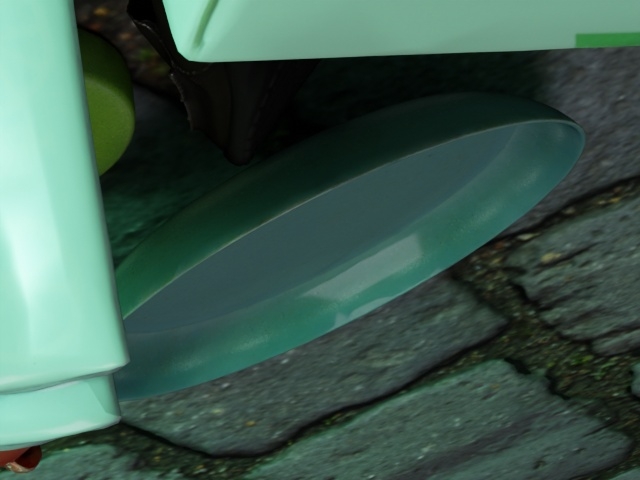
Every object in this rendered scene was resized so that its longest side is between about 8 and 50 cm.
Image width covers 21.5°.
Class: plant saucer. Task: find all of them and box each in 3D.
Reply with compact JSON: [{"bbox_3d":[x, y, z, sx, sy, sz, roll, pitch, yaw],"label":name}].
[{"bbox_3d":[0.000,0.000,0.953,0.317,0.044,0.317,-26,167,-7],"label":"plant saucer"}]

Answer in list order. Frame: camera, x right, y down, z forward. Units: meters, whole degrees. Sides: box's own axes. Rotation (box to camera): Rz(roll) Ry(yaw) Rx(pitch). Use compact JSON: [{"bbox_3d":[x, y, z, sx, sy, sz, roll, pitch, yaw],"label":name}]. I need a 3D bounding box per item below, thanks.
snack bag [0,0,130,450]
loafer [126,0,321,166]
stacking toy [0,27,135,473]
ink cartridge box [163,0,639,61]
[{"bbox_3d":[-0.233,-0.092,0.391,0.342,0.323,0.037,-8,175,-2],"label":"snack bag"},{"bbox_3d":[-0.044,-0.106,0.772,0.080,0.078,0.220,-56,171,-18],"label":"loafer"},{"bbox_3d":[-0.230,0.019,0.817,0.309,0.130,0.279,4,146,-39],"label":"stacking toy"},{"bbox_3d":[0.044,-0.196,0.398,0.211,0.289,0.121,-5,154,-25],"label":"ink cartridge box"}]
